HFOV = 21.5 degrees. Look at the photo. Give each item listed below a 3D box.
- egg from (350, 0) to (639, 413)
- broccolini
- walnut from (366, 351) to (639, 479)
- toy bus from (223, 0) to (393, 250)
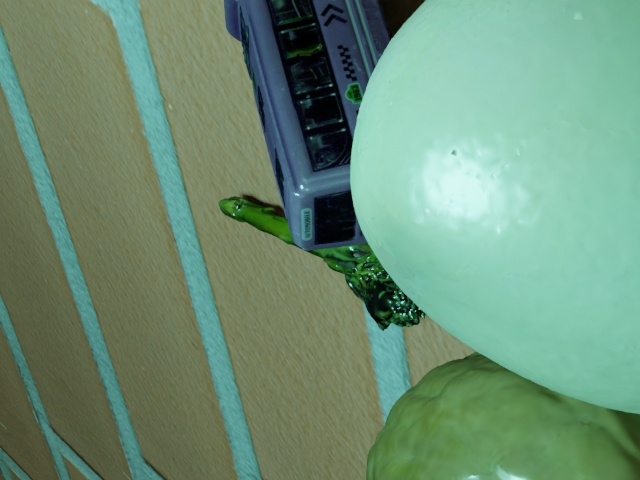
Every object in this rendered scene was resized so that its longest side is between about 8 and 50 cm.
[{"bbox_3d":[0.131,-0.004,0.822,0.286,0.174,0.264,48,159,9],"label":"egg"},{"bbox_3d":[0.006,0.002,1.259,0.057,0.071,0.254,21,-174,-34],"label":"broccolini"},{"bbox_3d":[0.138,0.160,0.978,0.225,0.225,0.261,60,166,-9],"label":"walnut"},{"bbox_3d":[0.006,-0.088,0.985,0.087,0.098,0.178,87,170,-59],"label":"toy bus"}]
